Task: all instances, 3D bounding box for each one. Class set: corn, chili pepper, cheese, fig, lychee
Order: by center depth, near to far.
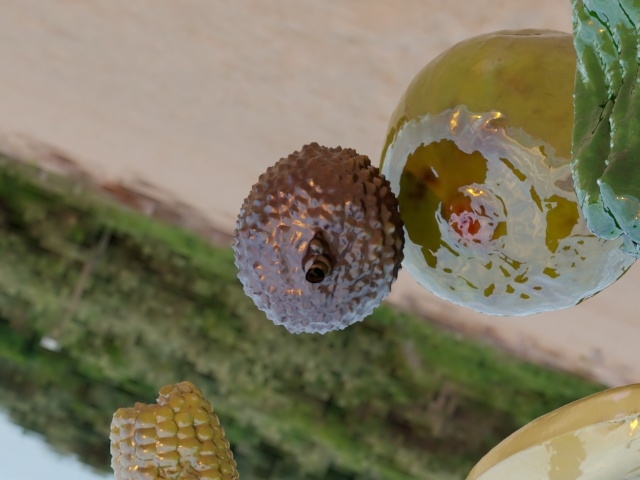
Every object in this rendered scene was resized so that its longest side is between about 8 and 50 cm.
[{"bbox_3d":[0.166,-0.088,1.051,0.074,0.100,0.257,18,-135,-12],"label":"chili pepper"},{"bbox_3d":[-0.089,0.296,1.633,0.120,0.363,0.120,-15,170,-3],"label":"corn"},{"bbox_3d":[0.296,0.223,1.830,0.259,0.128,0.316,14,141,-29],"label":"cheese"},{"bbox_3d":[0.000,0.000,2.071,0.200,0.200,0.238,21,-167,-8],"label":"lychee"},{"bbox_3d":[0.234,-0.089,2.234,0.343,0.343,0.343,21,180,0],"label":"fig"}]
